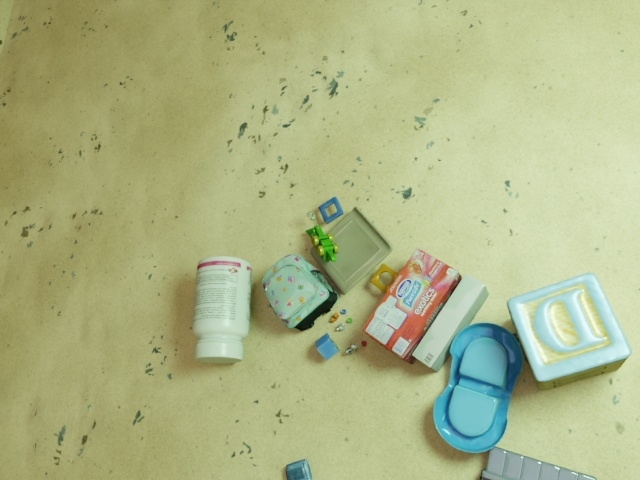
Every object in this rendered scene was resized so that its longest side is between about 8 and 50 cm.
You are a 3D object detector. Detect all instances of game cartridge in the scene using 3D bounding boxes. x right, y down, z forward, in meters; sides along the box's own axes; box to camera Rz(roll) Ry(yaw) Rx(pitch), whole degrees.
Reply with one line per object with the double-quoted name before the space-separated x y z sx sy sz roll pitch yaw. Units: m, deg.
"game cartridge" 0.433 0.647 1.179 0.230 0.068 0.355 11 75 21

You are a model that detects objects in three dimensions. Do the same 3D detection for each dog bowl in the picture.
"dog bowl" 0.374 0.344 1.308 0.165 0.074 0.297 13 77 26

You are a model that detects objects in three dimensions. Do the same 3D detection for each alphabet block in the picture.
"alphabet block" 0.537 0.206 1.221 0.193 0.197 0.192 -19 64 15

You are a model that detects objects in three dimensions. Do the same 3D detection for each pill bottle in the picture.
"pill bottle" -0.282 0.200 1.588 0.160 0.160 0.283 -8 68 20

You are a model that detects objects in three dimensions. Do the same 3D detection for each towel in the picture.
"towel" -0.050 0.622 1.406 0.067 0.029 0.120 -23 64 14

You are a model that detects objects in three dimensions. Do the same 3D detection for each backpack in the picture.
"backpack" -0.071 0.134 1.537 0.166 0.144 0.188 -43 58 9

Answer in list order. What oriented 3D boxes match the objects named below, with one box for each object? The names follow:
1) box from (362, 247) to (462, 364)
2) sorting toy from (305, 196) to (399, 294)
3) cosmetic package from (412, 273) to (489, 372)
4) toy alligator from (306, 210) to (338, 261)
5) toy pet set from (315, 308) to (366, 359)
"box" 0.238 0.166 1.403 0.128 0.122 0.257 31 85 29
"sorting toy" 0.089 0.031 1.562 0.196 0.047 0.348 -45 58 9
"cosmetic package" 0.322 0.205 1.369 0.060 0.099 0.239 32 85 32
"toy alligator" 0.000 0.000 1.568 0.056 0.051 0.190 -10 51 -24
"toy pet set" 0.042 0.255 1.485 0.114 0.065 0.122 -38 61 6
